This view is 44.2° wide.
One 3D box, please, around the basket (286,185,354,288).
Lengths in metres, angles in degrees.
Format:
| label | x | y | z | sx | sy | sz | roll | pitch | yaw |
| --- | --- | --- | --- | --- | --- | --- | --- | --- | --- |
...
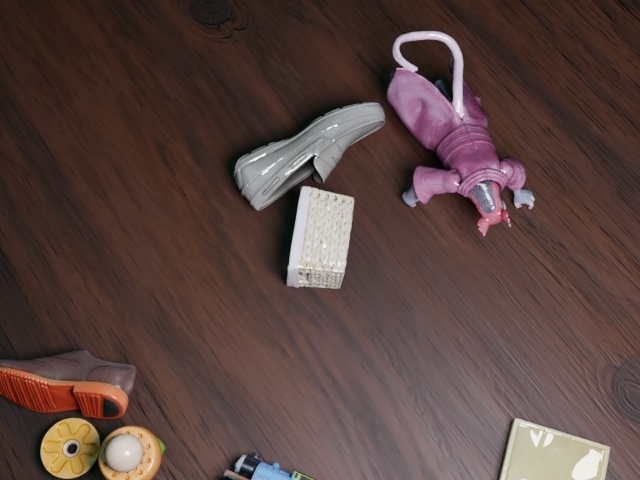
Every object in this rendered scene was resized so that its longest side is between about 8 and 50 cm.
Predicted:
| label | x | y | z | sx | sy | sz | roll | pitch | yaw |
| --- | --- | --- | --- | --- | --- | --- | --- | --- | --- |
| basket | 0.000 | 0.000 | 1.452 | 0.103 | 0.113 | 0.167 | 10 | 68 | 0 |

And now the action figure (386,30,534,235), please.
| label | x | y | z | sx | sy | sz | roll | pitch | yaw |
| --- | --- | --- | --- | --- | --- | --- | --- | --- | --- |
| action figure | 0.276 | -0.177 | 1.449 | 0.248 | 0.275 | 0.370 | -13 | 55 | -11 |

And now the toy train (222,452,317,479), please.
| label | x | y | z | sx | sy | sz | roll | pitch | yaw |
| --- | --- | --- | --- | --- | --- | --- | --- | --- | --- |
| toy train | -0.079 | 0.422 | 1.303 | 0.184 | 0.080 | 0.105 | 21 | 61 | 11 |

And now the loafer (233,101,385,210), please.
| label | x | y | z | sx | sy | sz | roll | pitch | yaw |
| --- | --- | --- | --- | --- | --- | --- | --- | --- | --- |
| loafer | -0.010 | -0.162 | 1.524 | 0.319 | 0.112 | 0.111 | -28 | 75 | -2 |

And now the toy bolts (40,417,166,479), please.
| label | x | y | z | sx | sy | sz | roll | pitch | yaw |
| --- | --- | --- | --- | --- | --- | --- | --- | --- | --- |
| toy bolts | -0.385 | 0.392 | 1.269 | 0.218 | 0.158 | 0.228 | 17 | 69 | 7 |

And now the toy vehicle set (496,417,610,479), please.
| label | x | y | z | sx | sy | sz | roll | pitch | yaw |
| --- | --- | --- | --- | --- | --- | --- | --- | --- | --- |
| toy vehicle set | 0.371 | 0.448 | 1.308 | 0.166 | 0.035 | 0.267 | 17 | 69 | 7 |

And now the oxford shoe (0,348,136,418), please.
| label | x | y | z | sx | sy | sz | roll | pitch | yaw |
| --- | --- | --- | --- | --- | --- | --- | --- | --- | --- |
| oxford shoe | -0.456 | 0.240 | 1.383 | 0.271 | 0.097 | 0.098 | 10 | 43 | 5 |
